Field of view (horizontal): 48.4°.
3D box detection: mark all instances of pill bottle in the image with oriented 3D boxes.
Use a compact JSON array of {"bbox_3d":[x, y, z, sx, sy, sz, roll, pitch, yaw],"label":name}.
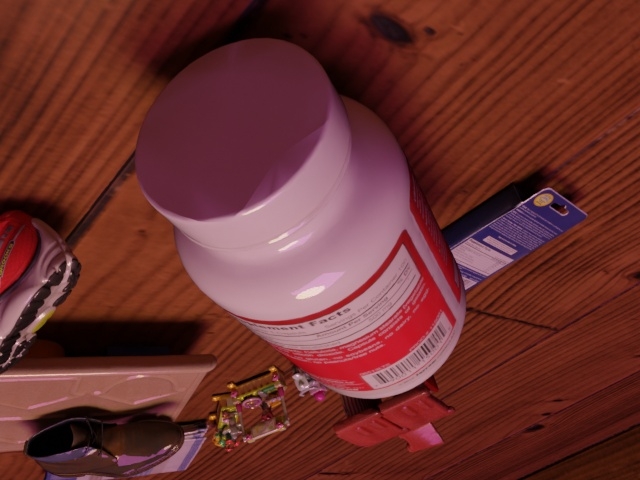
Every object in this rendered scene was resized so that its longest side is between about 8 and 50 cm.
[{"bbox_3d":[0.000,0.000,0.718,0.229,0.229,0.408,-23,147,11],"label":"pill bottle"}]

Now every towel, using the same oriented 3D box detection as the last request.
[{"bbox_3d":[-0.369,0.405,1.351,0.284,0.034,0.209,1,143,-24],"label":"towel"}]

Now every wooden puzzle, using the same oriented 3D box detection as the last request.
[{"bbox_3d":[-0.357,0.226,1.054,0.322,0.081,0.348,4,147,-28],"label":"wooden puzzle"}]

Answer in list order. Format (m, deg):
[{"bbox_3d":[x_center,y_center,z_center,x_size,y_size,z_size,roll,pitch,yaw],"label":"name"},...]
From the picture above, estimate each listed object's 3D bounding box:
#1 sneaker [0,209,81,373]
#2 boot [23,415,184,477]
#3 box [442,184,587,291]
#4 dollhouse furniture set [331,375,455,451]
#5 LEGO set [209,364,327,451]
[{"bbox_3d":[-0.371,0.076,0.775,0.279,0.118,0.107,-45,175,18],"label":"sneaker"},{"bbox_3d":[-0.315,0.299,1.033,0.219,0.082,0.106,-12,154,3],"label":"boot"},{"bbox_3d":[0.245,-0.004,0.996,0.225,0.037,0.136,-35,143,29],"label":"box"},{"bbox_3d":[0.142,0.228,1.149,0.152,0.201,0.374,-27,145,17],"label":"dollhouse furniture set"},{"bbox_3d":[-0.122,0.322,1.258,0.287,0.107,0.132,-38,141,27],"label":"LEGO set"}]
